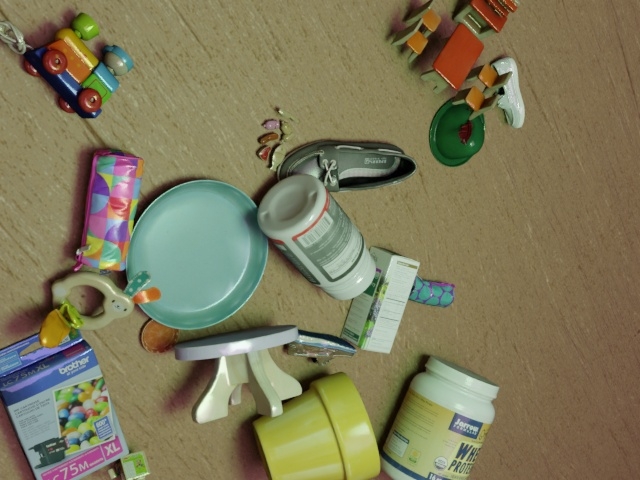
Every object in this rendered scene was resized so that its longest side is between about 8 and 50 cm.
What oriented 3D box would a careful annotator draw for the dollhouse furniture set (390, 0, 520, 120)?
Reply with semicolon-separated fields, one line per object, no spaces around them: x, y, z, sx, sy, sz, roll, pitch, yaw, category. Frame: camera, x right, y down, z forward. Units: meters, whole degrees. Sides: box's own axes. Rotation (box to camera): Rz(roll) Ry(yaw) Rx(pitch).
0.334;-0.452;1.810;0.262;0.135;0.259;40;64;-17;dollhouse furniture set

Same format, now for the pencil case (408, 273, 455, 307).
0.269;0.126;2.023;0.151;0.064;0.070;16;111;-36;pencil case

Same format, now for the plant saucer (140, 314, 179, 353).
-0.335;0.195;1.669;0.083;0.013;0.083;-11;110;-31;plant saucer

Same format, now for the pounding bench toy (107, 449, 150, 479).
-0.407;0.481;1.668;0.083;0.065;0.052;-9;65;-31;pounding bench toy

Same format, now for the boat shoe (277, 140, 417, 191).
0.067;-0.165;1.782;0.335;0.095;0.112;-9;109;-32;boat shoe

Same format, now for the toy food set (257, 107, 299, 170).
-0.098;-0.217;1.704;0.078;0.019;0.122;30;88;-36;toy food set

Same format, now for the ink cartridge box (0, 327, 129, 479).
-0.508;0.327;1.565;0.186;0.065;0.311;-24;114;-27;ink cartridge box

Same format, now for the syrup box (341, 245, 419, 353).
0.143;0.142;1.925;0.096;0.093;0.237;14;95;-35;syrup box

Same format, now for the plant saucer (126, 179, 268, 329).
-0.256;0.028;1.656;0.317;0.043;0.318;-10;108;-32;plant saucer

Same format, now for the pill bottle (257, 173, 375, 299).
0.000;0.000;1.736;0.161;0.161;0.283;-51;135;-11;pill bottle

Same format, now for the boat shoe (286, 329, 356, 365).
-0.001;0.256;1.886;0.183;0.066;0.066;17;99;-26;boat shoe

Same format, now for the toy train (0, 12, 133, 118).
-0.446;-0.344;1.389;0.143;0.105;0.248;-54;126;-22;toy train

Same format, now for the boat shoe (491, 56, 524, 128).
0.467;-0.366;2.016;0.063;0.066;0.184;-20;117;-13;boat shoe

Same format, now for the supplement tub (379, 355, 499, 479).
0.308;0.477;2.052;0.228;0.228;0.316;23;91;-36;supplement tub

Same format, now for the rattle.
-0.406;0.127;1.490;0.199;0.143;0.130;1;99;-4;rattle

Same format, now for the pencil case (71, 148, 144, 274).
-0.397;-0.054;1.504;0.104;0.104;0.236;7;98;-35;pencil case

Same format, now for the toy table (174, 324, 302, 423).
-0.165;0.277;1.688;0.274;0.252;0.161;-8;92;-21;toy table

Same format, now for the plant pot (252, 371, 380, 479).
-0.019;0.456;1.830;0.239;0.254;0.254;-18;114;-13;plant pot

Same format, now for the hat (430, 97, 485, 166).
0.378;-0.242;1.914;0.208;0.183;0.173;-40;122;-18;hat
